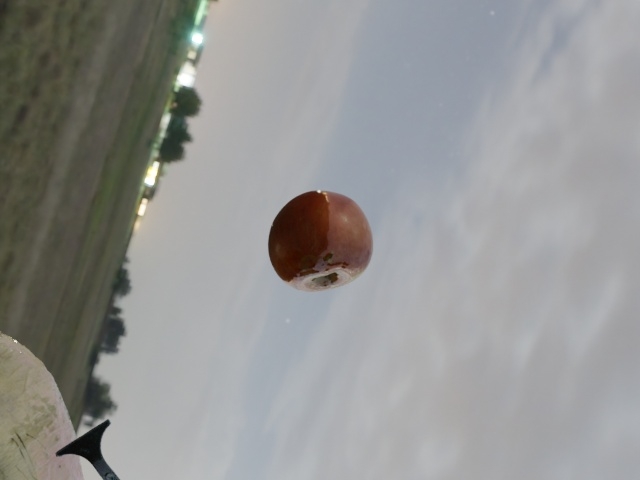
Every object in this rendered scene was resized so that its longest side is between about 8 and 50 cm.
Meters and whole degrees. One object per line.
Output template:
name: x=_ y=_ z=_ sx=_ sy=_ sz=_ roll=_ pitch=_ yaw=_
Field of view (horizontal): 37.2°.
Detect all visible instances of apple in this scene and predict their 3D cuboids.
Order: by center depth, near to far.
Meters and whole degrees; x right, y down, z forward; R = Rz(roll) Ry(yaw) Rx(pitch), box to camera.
apple: x=0.000 y=0.000 z=1.469 sx=0.163 sy=0.163 sz=0.139 roll=127 pitch=-44 yaw=-60

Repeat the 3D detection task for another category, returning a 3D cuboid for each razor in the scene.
razor: x=-0.217 y=0.285 z=1.053 sx=0.033 sy=0.066 sz=0.190 roll=42 pitch=-20 yaw=56

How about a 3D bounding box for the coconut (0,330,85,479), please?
coconut: x=-0.493 y=0.285 z=1.204 sx=0.404 sy=0.404 sz=0.404 roll=-163 pitch=-90 yaw=-79
